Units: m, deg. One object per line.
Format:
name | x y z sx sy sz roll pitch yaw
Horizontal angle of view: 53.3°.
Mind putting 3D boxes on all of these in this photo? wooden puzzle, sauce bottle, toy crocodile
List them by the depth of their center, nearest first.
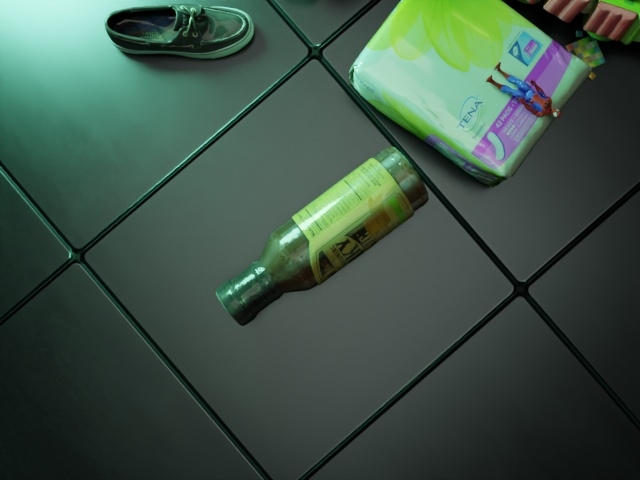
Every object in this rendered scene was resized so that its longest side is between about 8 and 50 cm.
toy crocodile | 0.387 -0.373 0.958 0.340 0.115 0.105 25 69 2
sauce bottle | 0.000 0.000 0.962 0.344 0.111 0.111 -37 89 1
wooden puzzle | 0.424 -0.297 1.021 0.049 0.006 0.083 -23 89 -1

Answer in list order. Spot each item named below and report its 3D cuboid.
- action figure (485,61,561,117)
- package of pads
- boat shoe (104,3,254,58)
action figure | 0.293 -0.209 0.909 0.115 0.030 0.038 33 81 -2
package of pads | 0.218 -0.248 0.973 0.296 0.101 0.229 37 87 1
boat shoe | -0.219 -0.331 0.984 0.228 0.076 0.080 1 89 0
